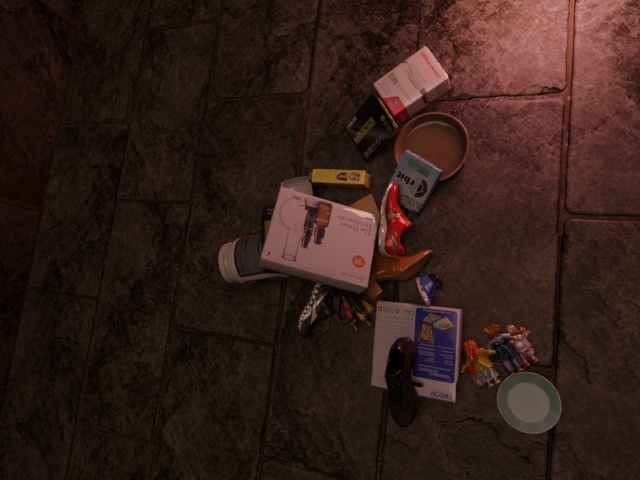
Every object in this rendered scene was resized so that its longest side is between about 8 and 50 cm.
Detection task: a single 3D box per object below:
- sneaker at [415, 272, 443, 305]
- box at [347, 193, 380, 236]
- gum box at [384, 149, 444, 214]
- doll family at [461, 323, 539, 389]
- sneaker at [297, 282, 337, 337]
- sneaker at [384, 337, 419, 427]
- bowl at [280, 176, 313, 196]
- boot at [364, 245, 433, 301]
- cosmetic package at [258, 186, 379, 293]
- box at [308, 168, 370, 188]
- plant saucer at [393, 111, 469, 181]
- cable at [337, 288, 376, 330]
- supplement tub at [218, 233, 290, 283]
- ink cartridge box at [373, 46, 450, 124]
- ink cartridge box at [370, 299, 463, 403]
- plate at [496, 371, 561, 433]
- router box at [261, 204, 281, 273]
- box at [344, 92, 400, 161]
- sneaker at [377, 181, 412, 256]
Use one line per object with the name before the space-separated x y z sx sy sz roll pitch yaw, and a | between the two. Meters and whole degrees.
sneaker | 0.385 0.164 1.551 0.084 0.152 0.058 -23 110 12
box | 0.142 -0.065 1.747 0.201 0.021 0.165 -27 71 16
gum box | 0.340 -0.213 1.642 0.157 0.041 0.185 38 122 23
doll family | 0.563 0.364 1.445 0.262 0.118 0.163 -33 70 14
sneaker | -0.008 0.274 1.716 0.106 0.078 0.235 23 87 26
sneaker | 0.254 0.469 1.468 0.108 0.130 0.287 -6 82 28
bowl | -0.090 -0.184 1.845 0.141 0.053 0.142 -10 76 20
boot | 0.241 0.068 1.644 0.295 0.104 0.211 -36 56 0
cosmetic package | 0.000 0.000 1.573 0.376 0.097 0.285 15 67 -7
box | 0.076 -0.244 1.772 0.232 0.087 0.058 5 85 22
plant saucer | 0.415 -0.344 1.676 0.277 0.041 0.278 -4 78 22
cable | 0.091 0.209 1.692 0.139 0.072 0.287 -29 61 -11
supplement tub | -0.247 0.071 1.787 0.271 0.191 0.191 -10 77 20
ink cartridge box | 0.350 -0.591 1.713 0.237 0.100 0.172 -33 70 15
ink cartridge box | 0.331 0.374 1.548 0.303 0.072 0.308 2 87 30
plate | 0.665 0.516 1.429 0.188 0.024 0.189 -4 80 21
router box | -0.061 -0.003 1.657 0.308 0.081 0.243 1 68 -15
box | 0.198 -0.437 1.735 0.190 0.045 0.184 -44 67 41
sneaker | 0.274 -0.074 1.616 0.118 0.107 0.280 3 77 12
